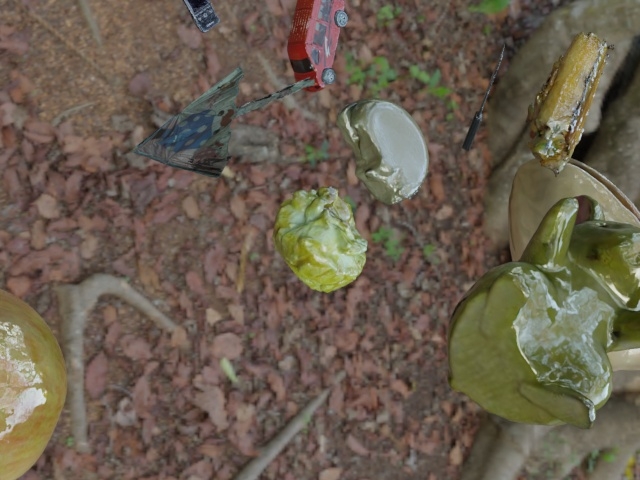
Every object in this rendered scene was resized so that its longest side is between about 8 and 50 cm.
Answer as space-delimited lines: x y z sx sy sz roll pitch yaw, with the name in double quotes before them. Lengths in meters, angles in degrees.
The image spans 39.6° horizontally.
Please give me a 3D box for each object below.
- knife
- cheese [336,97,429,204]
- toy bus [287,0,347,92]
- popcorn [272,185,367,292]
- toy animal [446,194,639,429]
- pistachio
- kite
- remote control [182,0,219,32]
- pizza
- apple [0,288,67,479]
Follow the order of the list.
"knife" 0.351 -0.302 1.900 0.072 0.019 0.245 -65 173 -51
"cheese" 0.113 -0.180 1.657 0.202 0.091 0.175 49 51 -22
"toy bus" -0.014 -0.403 1.808 0.089 0.081 0.195 15 86 -42
"popcorn" 0.000 0.000 1.846 0.204 0.184 0.221 33 27 -56
"toy animal" 0.289 0.043 0.950 0.363 0.180 0.181 -37 85 -27
"pistachio" 0.364 0.029 1.213 0.193 0.214 0.318 -17 79 -46
"kite" -0.152 -0.184 1.367 0.335 0.314 0.011 -92 159 -52
"remote control" -0.190 -0.362 1.340 0.039 0.014 0.096 -40 117 -22
"pizza" 0.279 -0.157 1.030 0.147 0.069 0.226 -69 165 4
"apple" -0.648 0.268 1.580 0.346 0.391 0.391 30 60 -39
